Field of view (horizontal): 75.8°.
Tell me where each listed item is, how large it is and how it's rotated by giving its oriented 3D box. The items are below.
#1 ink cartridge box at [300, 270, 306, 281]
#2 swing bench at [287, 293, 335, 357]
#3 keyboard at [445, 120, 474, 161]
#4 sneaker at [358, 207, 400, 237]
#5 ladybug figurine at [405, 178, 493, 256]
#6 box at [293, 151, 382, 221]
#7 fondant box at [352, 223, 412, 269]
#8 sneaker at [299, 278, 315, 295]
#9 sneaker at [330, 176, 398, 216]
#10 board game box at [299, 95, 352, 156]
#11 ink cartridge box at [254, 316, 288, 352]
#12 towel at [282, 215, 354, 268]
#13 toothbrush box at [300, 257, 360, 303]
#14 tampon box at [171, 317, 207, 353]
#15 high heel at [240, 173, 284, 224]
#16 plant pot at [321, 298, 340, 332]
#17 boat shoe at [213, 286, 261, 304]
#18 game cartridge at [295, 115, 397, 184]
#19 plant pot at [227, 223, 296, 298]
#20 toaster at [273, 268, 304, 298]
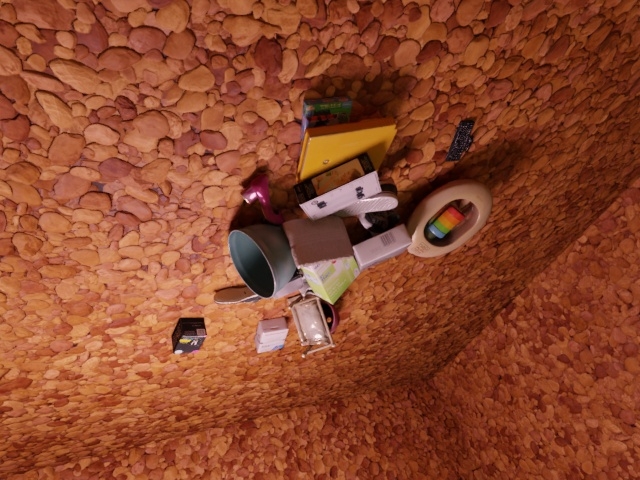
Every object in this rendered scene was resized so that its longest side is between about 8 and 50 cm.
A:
[{"bbox_3d":[-0.033,0.153,1.959,0.198,0.067,0.115,-21,142,-7],"label":"ink cartridge box"},{"bbox_3d":[-0.051,0.395,2.003,0.165,0.253,0.255,-18,-179,-4],"label":"swing bench"},{"bbox_3d":[0.581,-0.396,1.666,0.100,0.038,0.192,-12,142,-16],"label":"keyboard"},{"bbox_3d":[0.251,-0.112,1.778,0.153,0.101,0.268,-34,147,11],"label":"sneaker"},{"bbox_3d":[0.558,-0.107,1.859,0.305,0.162,0.449,36,115,-24],"label":"ladybug figurine"},{"bbox_3d":[0.067,-0.188,1.492,0.290,0.087,0.169,-24,157,8],"label":"box"},{"bbox_3d":[0.268,0.042,1.858,0.238,0.096,0.330,-24,169,0],"label":"fondant box"},{"bbox_3d":[-0.010,0.213,1.920,0.191,0.083,0.071,-19,141,-10],"label":"sneaker"},{"bbox_3d":[0.145,-0.180,1.632,0.321,0.127,0.126,-4,149,15],"label":"sneaker"},{"bbox_3d":[0.014,-0.375,1.382,0.160,0.039,0.211,-12,142,-17],"label":"board game box"},{"bbox_3d":[-0.270,0.516,2.244,0.148,0.086,0.203,-5,138,-24],"label":"ink cartridge box"},{"bbox_3d":[0.000,0.000,1.587,0.282,0.187,0.049,-10,164,-37],"label":"towel"},{"bbox_3d":[0.032,0.104,1.784,0.206,0.122,0.283,-46,133,-21],"label":"toothbrush box"},{"bbox_3d":[-0.630,0.457,1.966,0.120,0.101,0.161,7,133,-33],"label":"tampon box"},{"bbox_3d":[-0.179,-0.148,1.523,0.117,0.082,0.244,-36,133,12],"label":"high heel"},{"bbox_3d":[0.015,0.422,2.218,0.201,0.201,0.180,-34,158,12],"label":"plant pot"},{"bbox_3d":[-0.375,0.264,1.892,0.233,0.084,0.079,-7,139,-26],"label":"boat shoe"},{"bbox_3d":[0.085,-0.303,1.430,0.324,0.052,0.285,-14,157,-18],"label":"game cartridge"},{"bbox_3d":[-0.197,0.052,1.609,0.196,0.293,0.293,-31,150,-33],"label":"plant pot"},{"bbox_3d":[-0.176,0.149,1.794,0.186,0.168,0.110,-24,143,-2],"label":"toaster"}]
